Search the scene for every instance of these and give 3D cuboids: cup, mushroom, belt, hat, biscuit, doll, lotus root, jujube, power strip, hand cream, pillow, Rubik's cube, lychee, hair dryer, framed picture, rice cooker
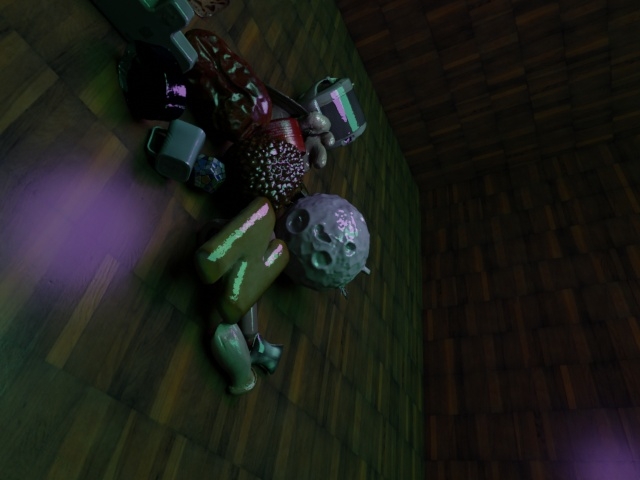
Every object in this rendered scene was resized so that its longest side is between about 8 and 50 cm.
[{"bbox_3d":[-0.375,-0.237,1.122,0.128,0.095,0.130,20,54,-17],"label":"cup"},{"bbox_3d":[-0.230,0.306,1.158,0.097,0.088,0.213,-116,-174,-67],"label":"mushroom"},{"bbox_3d":[-0.408,-0.385,1.063,0.078,0.151,0.199,-21,87,-60],"label":"belt"},{"bbox_3d":[-0.172,-0.484,1.627,0.110,0.252,0.252,-60,151,6],"label":"hat"},{"bbox_3d":[-0.189,0.049,1.145,0.291,0.062,0.237,-49,134,-42],"label":"biscuit"},{"bbox_3d":[-0.035,-0.393,1.706,0.149,0.174,0.279,108,-18,-61],"label":"doll"},{"bbox_3d":[-0.376,-0.793,1.412,0.159,0.095,0.135,2,65,-22],"label":"lotus root"},{"bbox_3d":[-0.289,-0.461,1.299,0.342,0.216,0.216,51,33,-18],"label":"jujube"},{"bbox_3d":[-0.406,-0.542,1.089,0.265,0.193,0.059,51,38,-44],"label":"power strip"},{"bbox_3d":[-0.152,-0.337,1.517,0.193,0.192,0.126,-19,96,-65],"label":"hand cream"},{"bbox_3d":[-0.164,0.339,1.305,0.055,0.091,0.135,40,-3,44],"label":"pillow"},{"bbox_3d":[-0.317,-0.183,1.213,0.111,0.093,0.111,35,50,-55],"label":"Rubik's cube"},{"bbox_3d":[-0.166,-0.203,1.318,0.271,0.271,0.272,39,44,-52],"label":"lychee"},{"bbox_3d":[-0.224,0.115,1.247,0.210,0.125,0.353,-2,86,-63],"label":"hair dryer"},{"bbox_3d":[-0.080,-0.128,1.652,0.149,0.109,0.011,46,36,-47],"label":"framed picture"},{"bbox_3d":[0.039,-0.561,1.929,0.277,0.288,0.288,62,29,-26],"label":"rice cooker"}]

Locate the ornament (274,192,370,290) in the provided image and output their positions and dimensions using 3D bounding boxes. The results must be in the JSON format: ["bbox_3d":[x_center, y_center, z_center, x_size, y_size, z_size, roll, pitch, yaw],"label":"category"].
[{"bbox_3d":[0.000,0.000,1.492,0.337,0.336,0.338,39,44,-52],"label":"ornament"}]

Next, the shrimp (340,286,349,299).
[{"bbox_3d":[0.047,0.057,1.778,0.172,0.137,0.373,-15,90,-48],"label":"shrimp"}]

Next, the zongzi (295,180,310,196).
[{"bbox_3d":[-0.086,-0.199,1.727,0.187,0.084,0.184,53,23,-52],"label":"zongzi"}]
